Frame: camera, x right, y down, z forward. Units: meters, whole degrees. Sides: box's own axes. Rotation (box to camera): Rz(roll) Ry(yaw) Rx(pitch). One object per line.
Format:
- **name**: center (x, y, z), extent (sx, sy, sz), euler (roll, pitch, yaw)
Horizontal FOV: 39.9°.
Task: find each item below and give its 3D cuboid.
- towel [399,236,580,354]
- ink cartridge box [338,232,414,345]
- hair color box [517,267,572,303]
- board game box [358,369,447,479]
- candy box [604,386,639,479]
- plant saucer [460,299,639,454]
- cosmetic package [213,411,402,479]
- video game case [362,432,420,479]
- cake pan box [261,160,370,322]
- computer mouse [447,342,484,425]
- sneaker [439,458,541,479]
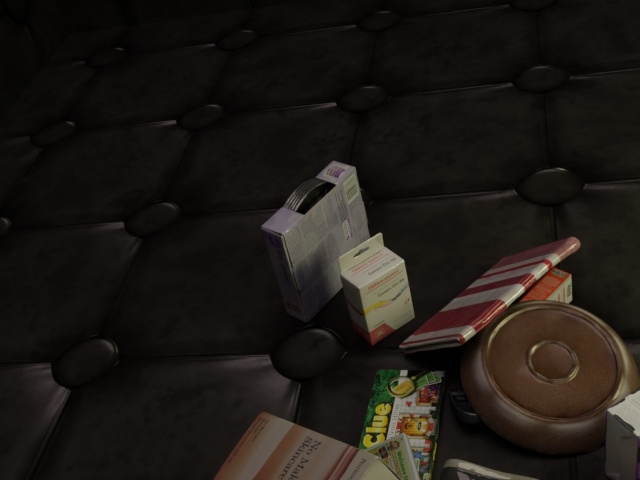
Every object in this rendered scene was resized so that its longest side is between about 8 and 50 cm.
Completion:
- **towel**: center (0.320, 0.111, 1.678), extent (0.329, 0.037, 0.237), euler (-36, 3, -24)
- **ink cartridge box**: center (0.111, 0.096, 1.742), extent (0.115, 0.198, 0.067), euler (-32, 40, -20)
- **hair color box**: center (0.428, 0.123, 1.702), extent (0.141, 0.072, 0.043), euler (-37, 43, -28)
- **board game box**: center (0.143, 0.334, 1.567), extent (0.136, 0.030, 0.260), euler (-5, 39, 20)
- **candy box**: center (0.541, 0.287, 1.377), extent (0.196, 0.165, 0.070), euler (-28, 41, -17)
- **plant saucer**: center (0.402, 0.221, 1.541), extent (0.310, 0.050, 0.311), euler (-3, 51, 3)
- **cosmetic package**: center (-0.015, 0.392, 1.384), extent (0.296, 0.129, 0.153), euler (5, 51, 50)
- **video game case**: center (0.077, 0.434, 1.424), extent (0.193, 0.023, 0.212), euler (-26, 39, 10)
- **cake pan box**: center (0.000, 0.000, 1.848), extent (0.070, 0.267, 0.246), euler (19, 51, 34)
- **computer mouse**: center (0.265, 0.258, 1.623), extent (0.071, 0.041, 0.242), euler (-1, 31, 1)
- **sneaker**: center (0.287, 0.429, 1.374), extent (0.222, 0.083, 0.118), euler (9, 60, 22)
